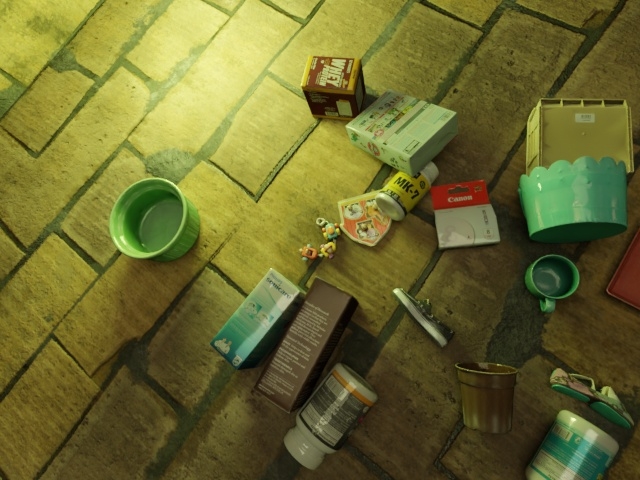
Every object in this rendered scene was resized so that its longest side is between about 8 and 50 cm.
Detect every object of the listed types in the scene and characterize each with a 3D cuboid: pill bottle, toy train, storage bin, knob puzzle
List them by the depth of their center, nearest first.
[{"bbox_3d":[0.644,0.598,1.051,0.146,0.146,0.264,33,84,18],"label":"pill bottle"},{"bbox_3d":[0.028,0.519,1.191,0.162,0.162,0.278,38,86,18],"label":"pill bottle"},{"bbox_3d":[0.816,-0.311,1.278,0.263,0.123,0.260,5,75,13],"label":"storage bin"},{"bbox_3d":[0.292,-0.177,1.344,0.119,0.119,0.208,39,78,18],"label":"pill bottle"},{"bbox_3d":[0.160,-0.072,1.394,0.213,0.030,0.213,-3,74,10],"label":"knob puzzle"},{"bbox_3d":[0.000,0.000,1.398,0.125,0.046,0.166,19,80,15],"label":"toy train"}]

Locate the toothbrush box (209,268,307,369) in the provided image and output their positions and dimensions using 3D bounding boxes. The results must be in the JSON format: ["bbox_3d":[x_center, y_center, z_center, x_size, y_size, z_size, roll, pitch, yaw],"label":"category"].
[{"bbox_3d":[-0.175,0.253,1.277,0.126,0.216,0.295,36,83,18],"label":"toothbrush box"}]

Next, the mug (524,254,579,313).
[{"bbox_3d":[0.676,0.125,1.199,0.158,0.097,0.129,-45,72,-2],"label":"mug"}]

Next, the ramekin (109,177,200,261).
[{"bbox_3d":[-0.601,-0.064,1.484,0.304,0.148,0.303,-3,75,11],"label":"ramekin"}]

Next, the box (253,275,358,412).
[{"bbox_3d":[-0.033,0.317,1.243,0.143,0.191,0.381,29,82,17],"label":"box"}]

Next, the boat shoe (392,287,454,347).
[{"bbox_3d":[0.326,0.226,1.255,0.076,0.080,0.228,-40,72,-8],"label":"boat shoe"}]

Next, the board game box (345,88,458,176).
[{"bbox_3d":[0.270,-0.373,1.356,0.224,0.097,0.303,-42,52,-10],"label":"board game box"}]

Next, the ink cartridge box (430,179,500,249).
[{"bbox_3d":[0.472,-0.090,1.324,0.189,0.066,0.232,-7,78,10],"label":"ink cartridge box"}]

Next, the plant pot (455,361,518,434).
[{"bbox_3d":[0.468,0.441,1.131,0.167,0.167,0.165,1,84,12],"label":"plant pot"}]

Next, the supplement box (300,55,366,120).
[{"bbox_3d":[0.053,-0.550,1.460,0.192,0.194,0.129,10,77,14],"label":"supplement box"}]

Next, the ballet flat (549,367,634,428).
[{"bbox_3d":[0.761,0.429,1.118,0.222,0.076,0.079,27,62,17],"label":"ballet flat"}]

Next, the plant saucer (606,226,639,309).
[{"bbox_3d":[1.008,0.112,1.162,0.259,0.047,0.258,31,83,18],"label":"plant saucer"}]

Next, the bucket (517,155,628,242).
[{"bbox_3d":[0.733,-0.105,1.166,0.282,0.281,0.182,0,76,11],"label":"bucket"}]
